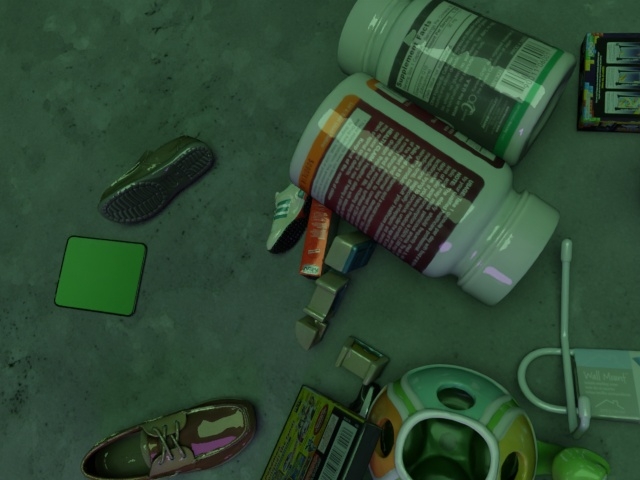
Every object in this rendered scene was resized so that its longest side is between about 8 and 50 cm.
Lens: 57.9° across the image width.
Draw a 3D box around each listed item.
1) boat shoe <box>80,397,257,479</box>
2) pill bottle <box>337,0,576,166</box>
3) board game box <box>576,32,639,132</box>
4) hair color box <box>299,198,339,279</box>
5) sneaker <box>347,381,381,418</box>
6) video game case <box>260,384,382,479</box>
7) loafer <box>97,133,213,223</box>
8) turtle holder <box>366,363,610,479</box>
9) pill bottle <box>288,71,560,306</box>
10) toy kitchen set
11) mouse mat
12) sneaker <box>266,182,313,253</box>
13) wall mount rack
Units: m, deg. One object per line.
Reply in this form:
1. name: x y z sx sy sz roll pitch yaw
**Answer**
1. boat shoe: -0.268 0.364 1.021 0.325 0.116 0.123 -23 74 8
2. pill bottle: 0.224 -0.295 1.001 0.361 0.204 0.204 32 87 18
3. board game box: 0.529 -0.275 1.008 0.141 0.048 0.170 6 79 12
4. hair color box: 0.000 0.000 1.060 0.043 0.072 0.141 7 79 14
5. sneaker: 0.042 0.318 0.986 0.077 0.072 0.178 19 77 27
6. video game case: -0.026 0.382 0.899 0.035 0.248 0.274 28 79 -20
7. loafer: -0.334 -0.126 1.165 0.251 0.094 0.087 -33 48 -5
8. turtle holder: 0.217 0.325 0.859 0.320 0.227 0.243 36 88 18
9. pill bottle: 0.165 -0.080 0.948 0.392 0.224 0.224 36 88 8
10. toy kitchen set: 0.075 0.114 1.015 0.166 0.122 0.207 29 106 17
11. mouse mat: -0.451 0.071 1.184 0.190 0.007 0.152 6 80 15
12. sneaker: -0.063 -0.052 1.101 0.075 0.057 0.161 30 88 34
13. wall mount rack: 0.490 0.156 0.888 0.351 0.130 0.303 1 55 12
